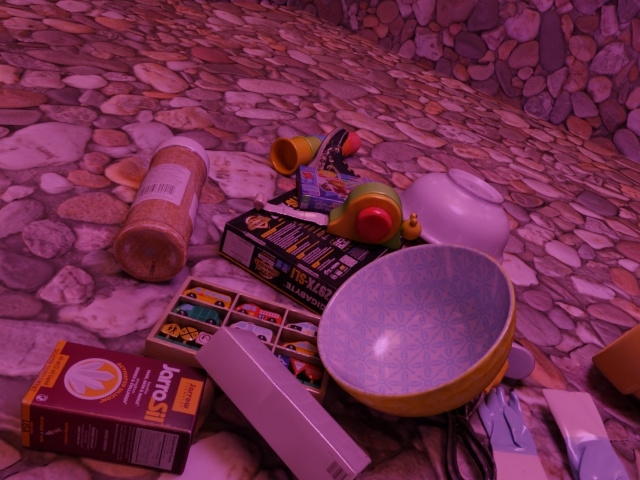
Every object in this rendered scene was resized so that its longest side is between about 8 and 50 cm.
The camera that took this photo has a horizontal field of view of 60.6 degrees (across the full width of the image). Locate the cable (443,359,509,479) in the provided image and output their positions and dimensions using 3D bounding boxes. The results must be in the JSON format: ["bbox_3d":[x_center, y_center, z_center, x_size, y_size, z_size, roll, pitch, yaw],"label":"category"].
[{"bbox_3d":[0.210,0.244,0.829,0.140,0.072,0.287,13,31,13],"label":"cable"}]

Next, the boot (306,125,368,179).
[{"bbox_3d":[0.065,-0.166,1.346,0.179,0.085,0.236,26,57,8],"label":"boot"}]

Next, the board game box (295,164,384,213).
[{"bbox_3d":[0.050,-0.099,1.174,0.202,0.035,0.136,11,32,-12],"label":"board game box"}]

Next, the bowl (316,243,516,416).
[{"bbox_3d":[0.157,0.155,0.818,0.290,0.156,0.289,-19,33,13],"label":"bowl"}]

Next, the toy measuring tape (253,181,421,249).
[{"bbox_3d":[0.042,-0.071,1.054,0.331,0.121,0.121,15,32,-5],"label":"toy measuring tape"}]

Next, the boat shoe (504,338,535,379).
[{"bbox_3d":[0.266,0.171,0.976,0.229,0.080,0.076,20,11,10],"label":"boat shoe"}]

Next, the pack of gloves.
[{"bbox_3d":[0.341,0.320,0.824,0.195,0.046,0.232,4,30,2],"label":"pack of gloves"}]

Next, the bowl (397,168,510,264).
[{"bbox_3d":[0.331,-0.077,1.285,0.298,0.134,0.297,21,27,-12],"label":"bowl"}]

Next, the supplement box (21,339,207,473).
[{"bbox_3d":[-0.243,0.200,0.663,0.188,0.080,0.104,13,32,-8],"label":"supplement box"}]

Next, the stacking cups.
[{"bbox_3d":[-0.001,-0.255,1.480,0.096,0.095,0.316,33,34,23],"label":"stacking cups"}]

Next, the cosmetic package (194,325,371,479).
[{"bbox_3d":[-0.047,0.213,0.689,0.239,0.060,0.099,43,3,20],"label":"cosmetic package"}]

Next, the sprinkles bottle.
[{"bbox_3d":[-0.287,-0.074,1.030,0.122,0.121,0.355,11,32,-11],"label":"sprinkles bottle"}]

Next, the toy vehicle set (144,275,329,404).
[{"bbox_3d":[-0.111,0.152,0.848,0.267,0.035,0.166,17,31,-1],"label":"toy vehicle set"}]

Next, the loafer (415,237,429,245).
[{"bbox_3d":[0.243,-0.010,1.272,0.045,0.039,0.125,-9,40,-38],"label":"loafer"}]

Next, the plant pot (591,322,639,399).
[{"bbox_3d":[0.654,0.226,0.937,0.254,0.254,0.239,-13,57,-40],"label":"plant pot"}]

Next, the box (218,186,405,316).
[{"bbox_3d":[0.000,0.000,1.102,0.257,0.079,0.322,28,33,19],"label":"box"}]
